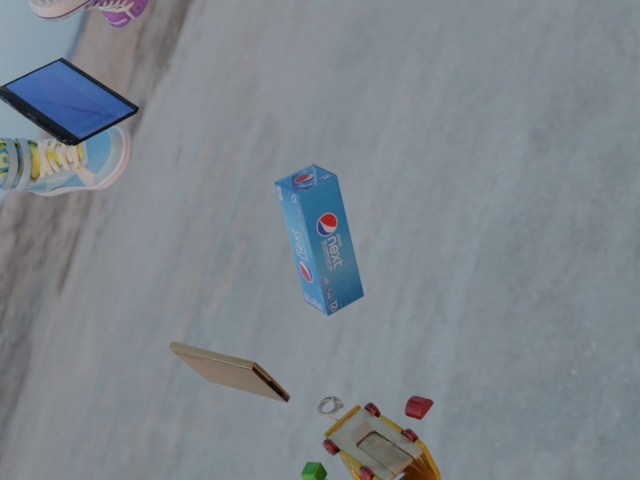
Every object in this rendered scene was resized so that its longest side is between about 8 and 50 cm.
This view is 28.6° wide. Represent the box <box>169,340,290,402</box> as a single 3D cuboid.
[{"bbox_3d":[-0.176,0.256,2.438,0.164,0.201,0.021,50,-123,-52],"label":"box"}]

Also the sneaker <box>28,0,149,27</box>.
[{"bbox_3d":[-0.316,-0.357,1.820,0.282,0.102,0.161,-56,-26,-43],"label":"sneaker"}]

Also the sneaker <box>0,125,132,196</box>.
[{"bbox_3d":[-0.543,-0.161,2.514,0.319,0.208,0.127,-17,76,37],"label":"sneaker"}]

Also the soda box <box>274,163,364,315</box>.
[{"bbox_3d":[0.000,0.000,1.843,0.067,0.071,0.210,30,141,51],"label":"soda box"}]

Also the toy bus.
[{"bbox_3d":[0.085,0.324,1.864,0.202,0.190,0.104,-75,-35,-50],"label":"toy bus"}]

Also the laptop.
[{"bbox_3d":[-0.492,-0.279,2.200,0.137,0.234,0.264,-55,-30,-4],"label":"laptop"}]
